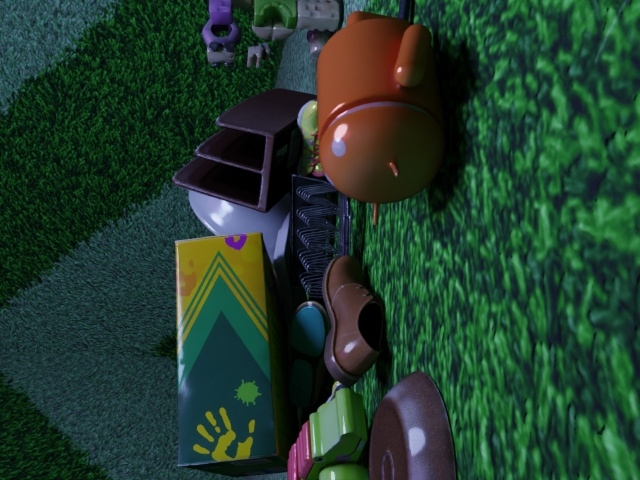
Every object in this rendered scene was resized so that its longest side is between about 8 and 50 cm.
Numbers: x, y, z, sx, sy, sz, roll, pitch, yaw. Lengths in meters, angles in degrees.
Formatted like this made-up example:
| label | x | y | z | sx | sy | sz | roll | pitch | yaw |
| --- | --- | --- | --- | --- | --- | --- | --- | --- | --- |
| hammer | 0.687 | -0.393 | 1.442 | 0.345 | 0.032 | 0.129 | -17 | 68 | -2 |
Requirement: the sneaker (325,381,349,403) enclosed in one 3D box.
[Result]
| label | x | y | z | sx | sy | sz | roll | pitch | yaw |
| --- | --- | --- | --- | --- | --- | --- | --- | --- | --- |
| sneaker | 0.026 | 0.251 | 0.966 | 0.035 | 0.031 | 0.083 | -104 | 20 | -60 |

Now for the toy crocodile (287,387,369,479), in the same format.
| label | x | y | z | sx | sy | sz | roll | pitch | yaw |
| --- | --- | --- | --- | --- | --- | --- | --- | --- | --- |
| toy crocodile | -0.002 | 0.309 | 0.881 | 0.340 | 0.105 | 0.115 | 107 | 164 | -51 |

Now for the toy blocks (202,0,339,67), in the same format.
| label | x | y | z | sx | sy | sz | roll | pitch | yaw |
| --- | --- | --- | --- | --- | --- | --- | --- | --- | --- |
| toy blocks | -0.095 | -0.539 | 1.277 | 0.309 | 0.289 | 0.260 | 113 | 155 | -71 |

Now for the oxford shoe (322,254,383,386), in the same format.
| label | x | y | z | sx | sy | sz | roll | pitch | yaw |
| --- | --- | --- | --- | --- | --- | --- | --- | --- | --- |
| oxford shoe | 0.051 | 0.087 | 0.837 | 0.076 | 0.076 | 0.212 | -44 | 29 | 28 |

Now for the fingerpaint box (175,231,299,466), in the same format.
| label | x | y | z | sx | sy | sz | roll | pitch | yaw |
| --- | --- | --- | --- | --- | --- | --- | --- | --- | --- |
| fingerpaint box | -0.146 | 0.241 | 1.216 | 0.445 | 0.163 | 0.371 | 81 | -177 | -68 |

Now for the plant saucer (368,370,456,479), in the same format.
| label | x | y | z | sx | sy | sz | roll | pitch | yaw |
| --- | --- | --- | --- | --- | --- | --- | --- | --- | --- |
| plant saucer | 0.081 | 0.229 | 0.632 | 0.198 | 0.036 | 0.198 | -176 | 90 | -80 |

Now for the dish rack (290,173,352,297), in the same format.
| label | x | y | z | sx | sy | sz | roll | pitch | yaw |
| --- | --- | --- | --- | --- | --- | --- | --- | --- | --- |
| dish rack | 0.000 | 0.000 | 1.058 | 0.271 | 0.074 | 0.208 | -136 | 45 | -76 |

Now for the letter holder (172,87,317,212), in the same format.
| label | x | y | z | sx | sy | sz | roll | pitch | yaw |
| --- | --- | --- | --- | --- | --- | --- | --- | --- | --- |
| letter holder | -0.138 | -0.202 | 1.270 | 0.302 | 0.214 | 0.152 | -52 | -25 | -59 |

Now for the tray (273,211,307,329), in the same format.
| label | x | y | z | sx | sy | sz | roll | pitch | yaw |
| --- | --- | --- | --- | --- | --- | --- | --- | --- | --- |
| tray | -0.060 | 0.087 | 1.295 | 0.145 | 0.030 | 0.270 | -83 | -11 | -49 |

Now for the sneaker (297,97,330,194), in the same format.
| label | x | y | z | sx | sy | sz | roll | pitch | yaw |
| --- | --- | --- | --- | --- | --- | --- | --- | --- | --- |
| sneaker | 0.003 | -0.163 | 1.174 | 0.208 | 0.082 | 0.094 | 93 | 168 | -45 |

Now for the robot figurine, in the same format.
| label | x | y | z | sx | sy | sz | roll | pitch | yaw |
| --- | --- | --- | --- | --- | --- | --- | --- | --- | --- |
| robot figurine | 0.059 | -0.131 | 0.641 | 0.158 | 0.128 | 0.219 | -21 | 55 | 31 |

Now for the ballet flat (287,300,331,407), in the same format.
| label | x | y | z | sx | sy | sz | roll | pitch | yaw |
| --- | --- | --- | --- | --- | --- | --- | --- | --- | --- |
| ballet flat | -0.017 | 0.191 | 1.133 | 0.073 | 0.080 | 0.232 | -40 | -33 | -54 |

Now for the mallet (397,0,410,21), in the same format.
| label | x | y | z | sx | sy | sz | roll | pitch | yaw |
| --- | --- | --- | --- | --- | --- | --- | --- | --- | --- |
| mallet | 0.093 | -0.226 | 0.778 | 0.062 | 0.039 | 0.189 | 126 | 152 | -77 |

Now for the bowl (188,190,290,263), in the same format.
| label | x | y | z | sx | sy | sz | roll | pitch | yaw |
| --- | --- | --- | --- | --- | --- | --- | --- | --- | --- |
| bowl | -0.127 | -0.090 | 1.407 | 0.134 | 0.298 | 0.298 | -56 | 22 | 23 |
